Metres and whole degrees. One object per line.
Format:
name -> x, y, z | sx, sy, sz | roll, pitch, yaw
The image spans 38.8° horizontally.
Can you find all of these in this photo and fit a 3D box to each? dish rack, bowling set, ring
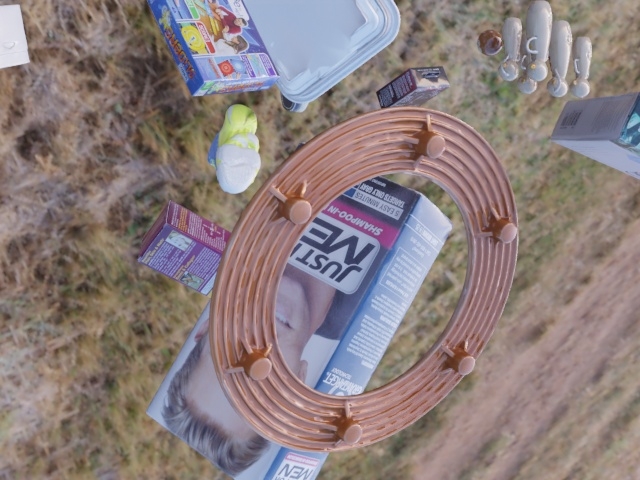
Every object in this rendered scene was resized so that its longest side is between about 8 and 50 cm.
dish rack -> -0.042, -0.451, 1.696 | 0.286, 0.332, 0.072 | -33, 179, 24
bowling set -> 0.417, -0.356, 1.837 | 0.200, 0.154, 0.287 | -2, 170, 40
ring -> 0.057, 0.047, 0.819 | 0.337, 0.032, 0.336 | -13, 116, -30

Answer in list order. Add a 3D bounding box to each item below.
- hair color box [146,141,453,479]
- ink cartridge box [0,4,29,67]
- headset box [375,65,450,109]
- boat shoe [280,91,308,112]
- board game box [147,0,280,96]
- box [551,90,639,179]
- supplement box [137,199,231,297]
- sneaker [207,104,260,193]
hair color box -> -0.022, 0.085, 0.990 | 0.347, 0.174, 0.105 | -61, 147, -4
ink cartridge box -> -0.729, -0.425, 1.915 | 0.128, 0.176, 0.127 | -43, 132, -64
headset box -> 0.124, -0.201, 1.197 | 0.062, 0.032, 0.083 | -12, 169, -37
boat shoe -> -0.071, -0.397, 1.862 | 0.092, 0.103, 0.285 | -15, 124, -29
board game box -> -0.150, -0.289, 1.205 | 0.136, 0.201, 0.035 | -14, 165, -45
box -> 0.429, -0.067, 0.970 | 0.232, 0.322, 0.058 | -101, -147, -83
supplement box -> -0.123, 0.009, 0.870 | 0.083, 0.043, 0.055 | 30, 119, -21
sneaker -> -0.181, -0.162, 1.864 | 0.091, 0.240, 0.126 | 21, 136, -17
